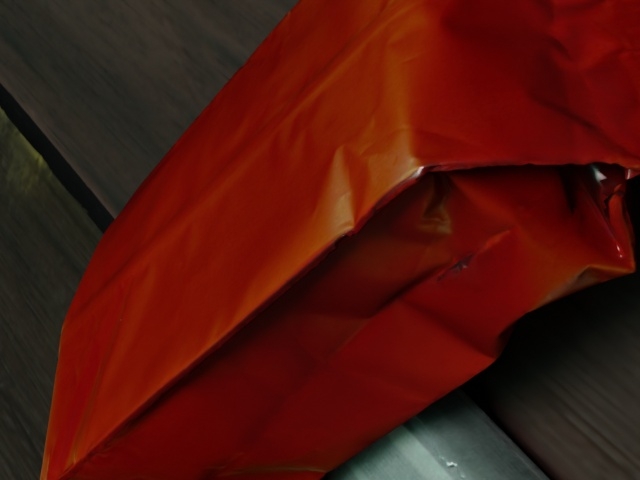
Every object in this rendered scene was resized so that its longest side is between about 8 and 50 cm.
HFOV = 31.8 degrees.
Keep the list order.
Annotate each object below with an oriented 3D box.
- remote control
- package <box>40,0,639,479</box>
[{"bbox_3d":[0.084,0.159,0.531,0.247,0.052,0.104,45,123,38],"label":"remote control"},{"bbox_3d":[0.000,0.001,0.547,0.423,0.123,0.196,-40,36,38],"label":"package"}]
